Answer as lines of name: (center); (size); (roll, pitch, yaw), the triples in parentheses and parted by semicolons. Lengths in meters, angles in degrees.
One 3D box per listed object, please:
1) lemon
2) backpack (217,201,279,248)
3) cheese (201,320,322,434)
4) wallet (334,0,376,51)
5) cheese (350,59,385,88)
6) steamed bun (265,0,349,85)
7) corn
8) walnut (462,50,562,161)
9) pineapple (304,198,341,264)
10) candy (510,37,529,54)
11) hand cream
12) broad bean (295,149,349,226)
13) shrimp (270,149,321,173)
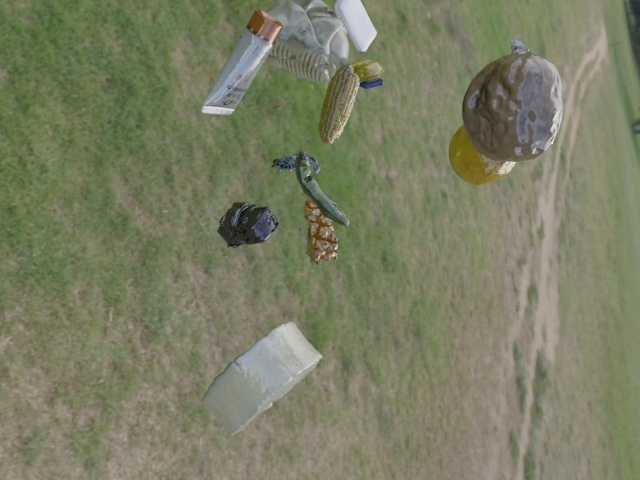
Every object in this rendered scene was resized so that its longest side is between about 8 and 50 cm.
lemon: (0.468, -0.261, 1.834); (0.192, 0.231, 0.192); (16, 53, -23)
backpack: (-0.193, -0.047, 1.706); (0.106, 0.165, 0.120); (50, 53, -29)
cheese: (-0.165, 0.391, 1.805); (0.153, 0.332, 0.292); (50, 15, 10)
wallet: (0.104, -0.653, 1.891); (0.095, 0.033, 0.190); (-60, 138, -17)
cheese: (0.164, -0.601, 2.315); (0.250, 0.156, 0.064); (-104, -179, -56)
steamed bun: (-0.053, -0.761, 2.371); (0.342, 0.367, 0.255); (94, 19, -83)
corn: (0.057, -0.430, 2.010); (0.097, 0.097, 0.262); (23, 83, -58)
walnut: (0.466, -0.322, 1.546); (0.273, 0.227, 0.273); (7, 90, -67)
pineapple: (0.001, 0.000, 1.762); (0.233, 0.079, 0.135); (82, -16, -50)
candy: (0.524, -0.419, 1.742); (0.059, 0.086, 0.292); (137, -30, -74)
hand cream: (-0.221, -0.475, 1.746); (0.089, 0.314, 0.139); (45, 28, 17)
broad bean: (-0.007, -0.108, 1.422); (0.046, 0.061, 0.195); (-36, 101, -30)
shrimp: (-0.083, -0.267, 2.138); (0.082, 0.174, 0.076); (-54, 146, -68)
